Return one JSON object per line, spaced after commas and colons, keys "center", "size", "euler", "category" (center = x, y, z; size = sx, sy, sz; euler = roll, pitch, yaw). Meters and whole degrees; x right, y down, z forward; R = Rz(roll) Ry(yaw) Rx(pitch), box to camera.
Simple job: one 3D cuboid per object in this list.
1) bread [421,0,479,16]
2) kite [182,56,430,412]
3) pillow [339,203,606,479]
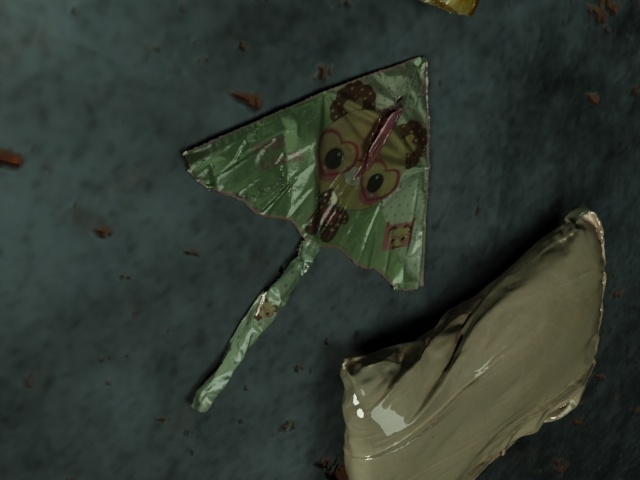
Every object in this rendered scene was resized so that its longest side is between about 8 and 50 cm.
{"center": [0.083, -0.165, 0.470], "size": [0.047, 0.036, 0.083], "euler": [9, 110, -45], "category": "bread"}
{"center": [-0.001, -0.001, 0.512], "size": [0.229, 0.012, 0.250], "euler": [32, 93, -45], "category": "kite"}
{"center": [0.113, 0.103, 0.627], "size": [0.270, 0.067, 0.173], "euler": [-28, 125, -27], "category": "pillow"}
